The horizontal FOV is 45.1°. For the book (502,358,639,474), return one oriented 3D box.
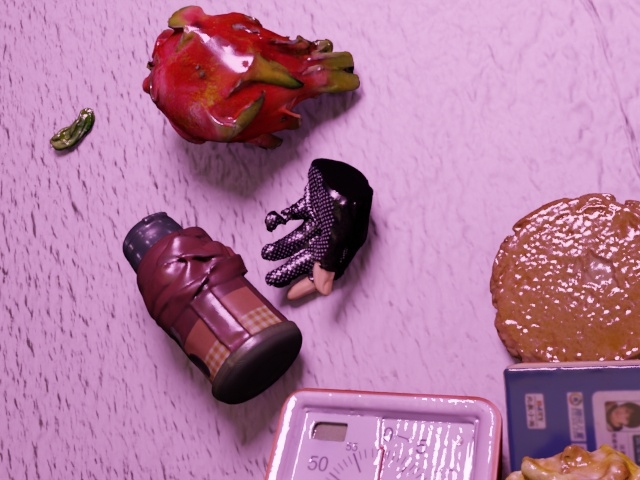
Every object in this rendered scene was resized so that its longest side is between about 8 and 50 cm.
[{"bbox_3d":[0.403,0.263,0.745,0.428,0.039,0.300,-5,84,22],"label":"book"}]

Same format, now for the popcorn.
[{"bbox_3d":[0.257,0.268,0.714,0.173,0.142,0.173,1,77,-5],"label":"popcorn"}]

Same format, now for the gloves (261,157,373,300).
[{"bbox_3d":[0.001,-0.001,0.986,0.129,0.106,0.180,38,123,28],"label":"gloves"}]

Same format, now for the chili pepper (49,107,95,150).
[{"bbox_3d":[-0.393,-0.174,1.225,0.091,0.030,0.034,-40,40,8],"label":"chili pepper"}]

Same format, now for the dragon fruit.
[{"bbox_3d":[-0.099,-0.220,1.037,0.200,0.269,0.198,40,140,47],"label":"dragon fruit"}]

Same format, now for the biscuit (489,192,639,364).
[{"bbox_3d":[0.297,0.052,0.859,0.226,0.042,0.226,-6,75,24],"label":"biscuit"}]

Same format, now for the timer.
[{"bbox_3d":[0.068,0.292,0.843,0.257,0.161,0.250,-2,69,24],"label":"timer"}]

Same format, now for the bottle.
[{"bbox_3d":[-0.150,0.076,1.002,0.271,0.143,0.156,45,136,23],"label":"bottle"}]
